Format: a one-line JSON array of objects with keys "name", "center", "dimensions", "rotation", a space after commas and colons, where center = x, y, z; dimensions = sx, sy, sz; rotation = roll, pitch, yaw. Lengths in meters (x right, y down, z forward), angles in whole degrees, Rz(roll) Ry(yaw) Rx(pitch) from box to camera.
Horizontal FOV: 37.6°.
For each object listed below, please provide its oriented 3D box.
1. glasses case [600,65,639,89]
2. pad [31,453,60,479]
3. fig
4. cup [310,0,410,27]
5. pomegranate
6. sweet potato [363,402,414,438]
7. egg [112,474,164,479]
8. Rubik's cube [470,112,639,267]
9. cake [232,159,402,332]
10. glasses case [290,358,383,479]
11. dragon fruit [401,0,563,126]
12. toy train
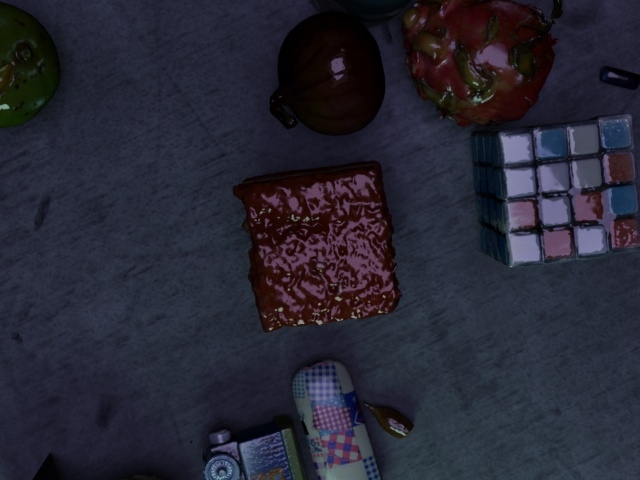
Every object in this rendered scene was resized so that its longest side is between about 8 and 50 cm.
[{"name": "glasses case", "center": [0.604, -0.327, 1.887], "dimensions": [0.083, 0.023, 0.033], "rotation": [14, 92, -3]}, {"name": "pad", "center": [-0.539, 0.509, 1.831], "dimensions": [0.004, 0.193, 0.116], "rotation": [33, 92, -34]}, {"name": "fig", "center": [0.014, -0.313, 1.755], "dimensions": [0.214, 0.235, 0.235], "rotation": [3, 94, -4]}, {"name": "cup", "center": [0.076, -0.549, 1.735], "dimensions": [0.219, 0.257, 0.290], "rotation": [-26, 95, -5]}, {"name": "pomegranate", "center": [-0.631, -0.309, 1.758], "dimensions": [0.302, 0.236, 0.236], "rotation": [-22, 96, 33]}, {"name": "sweet potato", "center": [0.136, 0.363, 1.911], "dimensions": [0.117, 0.049, 0.049], "rotation": [33, 93, -1]}, {"name": "egg", "center": [-0.354, 0.585, 1.805], "dimensions": [0.310, 0.279, 0.279], "rotation": [22, 93, -18]}, {"name": "Rubik's cube", "center": [0.439, -0.097, 1.781], "dimensions": [0.253, 0.259, 0.256], "rotation": [-6, 95, -3]}, {"name": "cake", "center": [0.000, 0.000, 1.741], "dimensions": [0.270, 0.319, 0.269], "rotation": [-8, 97, 3]}, {"name": "glasses case", "center": [0.036, 0.399, 1.894], "dimensions": [0.125, 0.076, 0.327], "rotation": [-17, 96, -3]}, {"name": "dragon fruit", "center": [0.282, -0.355, 1.760], "dimensions": [0.291, 0.269, 0.250], "rotation": [30, 83, -8]}, {"name": "toy train", "center": [-0.117, 0.504, 1.862], "dimensions": [0.202, 0.131, 0.300], "rotation": [-14, 96, -9]}]
